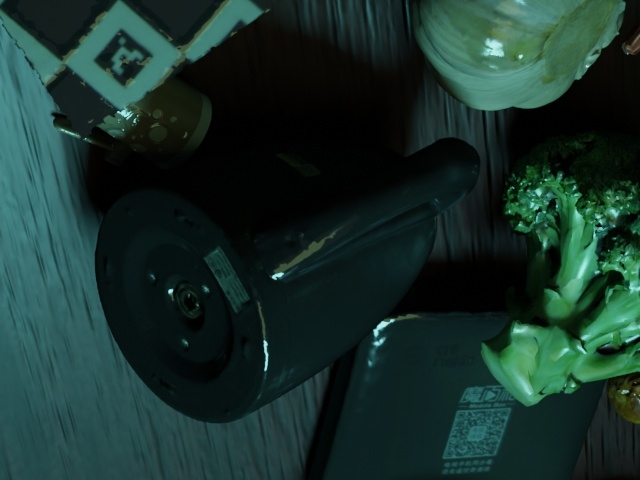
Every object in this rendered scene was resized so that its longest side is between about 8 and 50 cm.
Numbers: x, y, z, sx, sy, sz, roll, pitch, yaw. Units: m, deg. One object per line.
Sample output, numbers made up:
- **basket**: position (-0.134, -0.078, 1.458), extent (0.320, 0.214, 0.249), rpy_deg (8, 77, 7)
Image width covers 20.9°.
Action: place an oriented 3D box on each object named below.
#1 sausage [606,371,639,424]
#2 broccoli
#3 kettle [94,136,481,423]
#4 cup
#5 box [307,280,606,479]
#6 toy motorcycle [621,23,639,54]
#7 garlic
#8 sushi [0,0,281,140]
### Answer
- **sausage**: position (0.362, 0.157, 1.794), extent (0.198, 0.076, 0.076), rpy_deg (7, 121, -50)
- **broccoli**: position (0.256, 0.032, 1.574), extent (0.270, 0.270, 0.270), rpy_deg (-44, 128, -5)
- **kettle**: position (0.000, 0.000, 1.450), extent (0.290, 0.207, 0.268), rpy_deg (-23, 176, -39)
- **cup**: position (-0.158, -0.113, 1.435), extent (0.099, 0.102, 0.074), rpy_deg (34, 67, -35)
- **box**: position (0.144, 0.169, 1.741), extent (0.290, 0.073, 0.289), rpy_deg (0, 123, -23)
- **toy motorcycle**: position (0.409, -0.163, 1.592), extent (0.221, 0.148, 0.325), rpy_deg (-48, 132, -15)
- **garlic**: position (0.164, -0.216, 1.432), extent (0.228, 0.152, 0.228), rpy_deg (-42, 152, -29)
- **sushi**: position (-0.133, -0.292, 1.222), extent (0.320, 0.069, 0.339), rpy_deg (-33, 102, 1)
